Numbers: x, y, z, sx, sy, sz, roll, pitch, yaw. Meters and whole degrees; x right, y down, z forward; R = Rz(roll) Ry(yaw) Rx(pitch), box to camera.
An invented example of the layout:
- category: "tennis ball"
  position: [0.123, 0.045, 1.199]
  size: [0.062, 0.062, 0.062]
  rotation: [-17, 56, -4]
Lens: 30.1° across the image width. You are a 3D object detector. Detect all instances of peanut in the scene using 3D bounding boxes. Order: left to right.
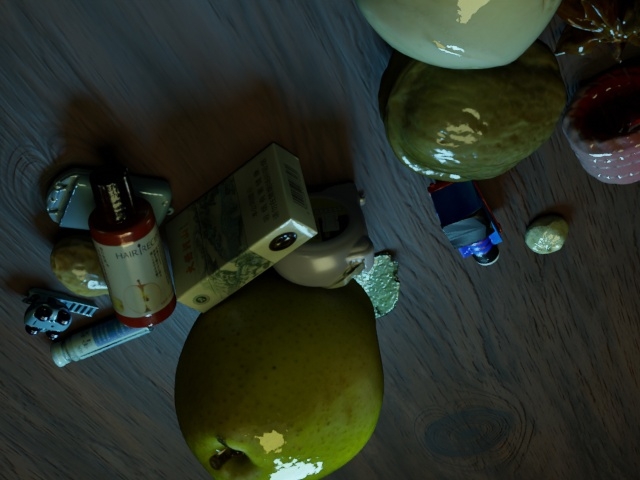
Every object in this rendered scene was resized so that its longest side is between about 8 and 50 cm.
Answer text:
- category: "peanut"
  position: [-0.356, 0.058, 2.016]
  size: [0.229, 0.098, 0.103]
  rotation: [24, 169, -38]

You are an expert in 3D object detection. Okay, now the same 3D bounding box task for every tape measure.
- category: "tape measure"
  position: [-0.004, -0.001, 1.983]
  size: [0.178, 0.196, 0.105]
  rotation: [-5, 133, 0]

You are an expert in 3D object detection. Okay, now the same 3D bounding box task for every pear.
- category: "pear"
  position: [-0.064, 0.236, 2.030]
  size: [0.362, 0.418, 0.362]
  rotation: [16, 136, 16]

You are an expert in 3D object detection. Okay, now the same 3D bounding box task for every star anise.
- category: "star anise"
  position: [0.436, -0.332, 1.778]
  size: [0.196, 0.111, 0.212]
  rotation: [-7, 177, 21]

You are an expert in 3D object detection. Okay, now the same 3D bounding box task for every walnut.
- category: "walnut"
  position: [0.224, -0.204, 1.772]
  size: [0.283, 0.227, 0.283]
  rotation: [-12, 132, -13]

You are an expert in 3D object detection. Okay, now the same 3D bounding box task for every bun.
- category: "bun"
  position: [0.425, -0.006, 2.220]
  size: [0.086, 0.055, 0.086]
  rotation: [-9, 142, -7]

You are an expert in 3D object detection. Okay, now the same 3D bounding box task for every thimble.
- category: "thimble"
  position: [0.496, -0.187, 1.932]
  size: [0.189, 0.163, 0.125]
  rotation: [-15, 145, 23]

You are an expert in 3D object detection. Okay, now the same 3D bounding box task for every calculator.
- category: "calculator"
  position: [-0.336, -0.060, 1.921]
  size: [0.210, 0.039, 0.121]
  rotation: [6, 139, -25]

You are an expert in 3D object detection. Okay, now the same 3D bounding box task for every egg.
- category: "egg"
  position: [0.186, -0.380, 1.504]
  size: [0.283, 0.283, 0.345]
  rotation: [5, 125, -23]

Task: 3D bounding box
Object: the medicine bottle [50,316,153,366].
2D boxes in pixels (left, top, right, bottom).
- category: "medicine bottle"
  position: [-0.401, 0.177, 2.184]
  size: [0.191, 0.051, 0.051]
  rotation: [-21, 142, 9]

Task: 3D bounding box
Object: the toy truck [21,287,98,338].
- category: "toy truck"
  position: [-0.455, 0.132, 2.091]
  size: [0.136, 0.074, 0.063]
  rotation: [19, 132, -34]

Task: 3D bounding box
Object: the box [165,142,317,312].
- category: "box"
  position: [-0.134, -0.019, 1.935]
  size: [0.256, 0.164, 0.069]
  rotation: [-35, 138, 25]

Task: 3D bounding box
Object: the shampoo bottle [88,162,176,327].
- category: "shampoo bottle"
  position: [-0.303, 0.004, 1.876]
  size: [0.104, 0.104, 0.278]
  rotation: [-12, 127, -3]

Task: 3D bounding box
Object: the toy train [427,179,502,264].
- category: "toy train"
  position: [0.259, -0.032, 2.072]
  size: [0.082, 0.131, 0.204]
  rotation: [-25, 141, 12]

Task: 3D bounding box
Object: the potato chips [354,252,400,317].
- category: "potato chips"
  position: [0.035, 0.103, 2.230]
  size: [0.228, 0.059, 0.167]
  rotation: [-5, 135, -2]
